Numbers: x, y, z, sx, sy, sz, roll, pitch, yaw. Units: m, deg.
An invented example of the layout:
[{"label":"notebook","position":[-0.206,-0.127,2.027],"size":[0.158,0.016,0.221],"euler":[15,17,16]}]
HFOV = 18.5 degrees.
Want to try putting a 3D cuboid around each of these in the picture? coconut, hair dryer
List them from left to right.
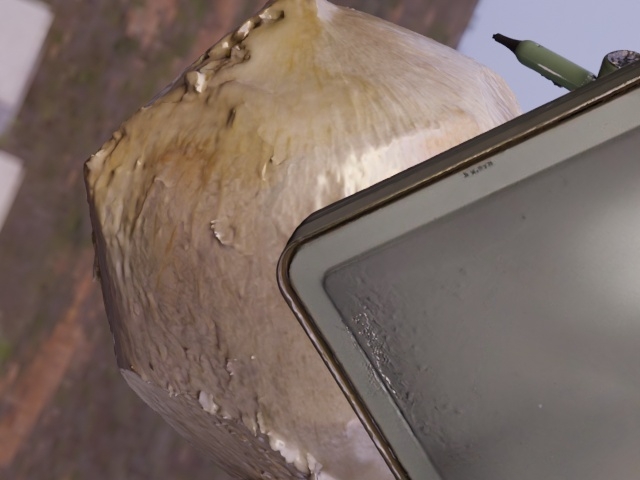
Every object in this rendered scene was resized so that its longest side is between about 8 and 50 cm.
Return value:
[{"label":"coconut","position":[0.000,0.000,1.425],"size":[0.346,0.346,0.360],"euler":[-130,-151,-82]},{"label":"hair dryer","position":[0.191,-0.130,1.515],"size":[0.047,0.150,0.071],"euler":[-21,134,-43]}]

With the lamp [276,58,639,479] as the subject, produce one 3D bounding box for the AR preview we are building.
[{"label":"lamp","position":[0.145,0.062,1.030],"size":[0.269,0.266,0.047],"euler":[-25,-168,26]}]
